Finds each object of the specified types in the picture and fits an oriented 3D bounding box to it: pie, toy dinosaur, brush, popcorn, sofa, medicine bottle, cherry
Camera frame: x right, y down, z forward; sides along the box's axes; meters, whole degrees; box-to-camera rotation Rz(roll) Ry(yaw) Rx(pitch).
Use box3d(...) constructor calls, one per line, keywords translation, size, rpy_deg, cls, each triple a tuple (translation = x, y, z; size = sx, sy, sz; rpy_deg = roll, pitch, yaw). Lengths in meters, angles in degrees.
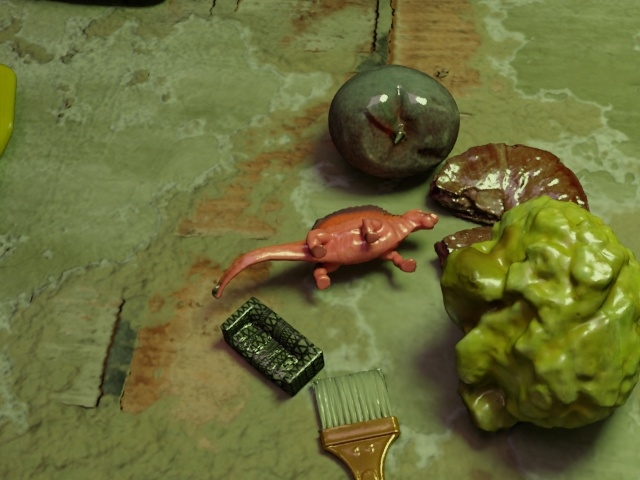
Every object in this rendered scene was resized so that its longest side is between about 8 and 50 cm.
box3d(translation=(0.232, -0.034, 1.228), size=(0.204, 0.054, 0.219), rpy_deg=(-15, 55, -4), cls="pie")
box3d(translation=(0.003, -0.005, 1.222), size=(0.286, 0.070, 0.139), rpy_deg=(-13, 33, 0), cls="toy dinosaur")
box3d(translation=(0.058, 0.279, 1.050), size=(0.090, 0.017, 0.314), rpy_deg=(-11, 55, -2), cls="brush")
box3d(translation=(0.235, 0.089, 1.058), size=(0.251, 0.206, 0.237), rpy_deg=(-41, 83, 9), cls="popcorn")
box3d(translation=(-0.057, 0.124, 1.157), size=(0.118, 0.039, 0.060), rpy_deg=(36, 66, 27), cls="sofa")
box3d(translation=(-0.479, -0.125, 1.358), size=(0.111, 0.076, 0.309), rpy_deg=(-13, 54, 5), cls="medicine bottle")
box3d(translation=(0.090, -0.157, 1.284), size=(0.176, 0.140, 0.176), rpy_deg=(-2, 27, 1), cls="cherry")
